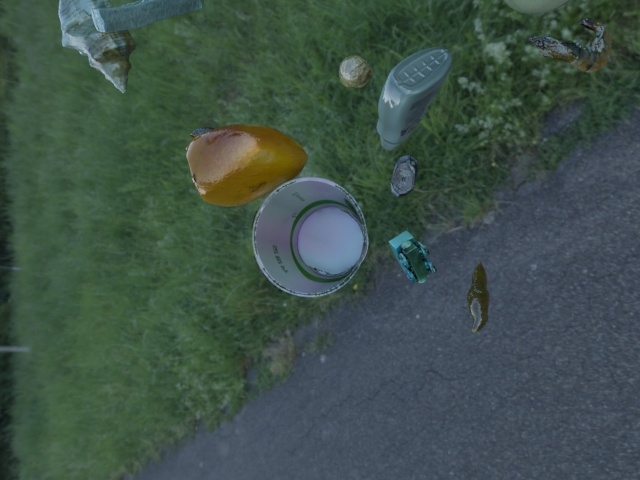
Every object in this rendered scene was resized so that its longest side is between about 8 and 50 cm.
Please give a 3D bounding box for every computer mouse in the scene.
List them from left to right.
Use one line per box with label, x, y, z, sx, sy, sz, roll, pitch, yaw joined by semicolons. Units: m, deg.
computer mouse;0.362;-0.274;1.957;0.062;0.106;0.192;105;-176;-81

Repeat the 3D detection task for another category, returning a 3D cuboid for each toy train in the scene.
toy train;0.357;0.065;1.772;0.112;0.203;0.163;-31;33;-2

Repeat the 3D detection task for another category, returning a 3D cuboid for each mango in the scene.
mango;-0.160;-0.177;1.019;0.138;0.257;0.187;-106;-2;-62

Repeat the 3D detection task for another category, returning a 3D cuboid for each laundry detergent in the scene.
laundry detergent;0.293;-0.450;1.542;0.125;0.264;0.398;45;161;12

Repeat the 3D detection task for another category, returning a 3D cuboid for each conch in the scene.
conch;-0.606;-0.577;1.176;0.203;0.386;0.169;-3;35;47

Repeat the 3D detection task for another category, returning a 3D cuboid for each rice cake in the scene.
rice cake;-0.326;-0.453;0.881;0.042;0.245;0.045;19;134;32

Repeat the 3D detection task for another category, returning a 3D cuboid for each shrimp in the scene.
shrimp;0.861;-0.687;1.539;0.058;0.296;0.169;-136;64;-81

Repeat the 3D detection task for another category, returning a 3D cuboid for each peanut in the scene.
peanut;0.089;-0.426;1.152;0.174;0.080;0.080;-42;-28;-71

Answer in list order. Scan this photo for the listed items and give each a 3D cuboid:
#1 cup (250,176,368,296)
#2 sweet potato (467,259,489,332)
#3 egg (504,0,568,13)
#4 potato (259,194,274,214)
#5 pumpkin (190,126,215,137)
cup;0.000;0.000;1.059;0.274;0.253;0.253;17;-98;-77
sweet potato;0.445;0.154;1.272;0.067;0.067;0.274;-58;5;39
egg;0.524;-0.652;1.035;0.269;0.219;0.219;-53;25;-4
potato;-0.160;-0.079;1.609;0.107;0.080;0.170;-15;102;43
pumpkin;-0.270;-0.258;1.082;0.050;0.083;0.028;-157;68;-78
